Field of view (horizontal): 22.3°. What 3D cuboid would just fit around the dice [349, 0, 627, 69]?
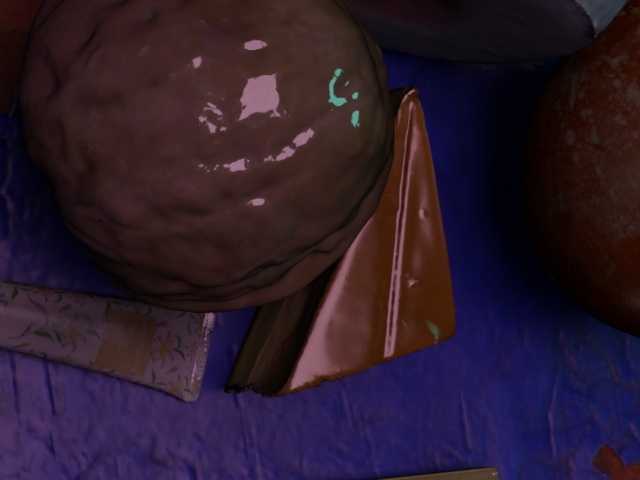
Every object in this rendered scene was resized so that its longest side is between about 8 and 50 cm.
[{"bbox_3d":[0.077,-0.282,1.082,0.268,0.264,0.263,18,79,-19],"label":"dice"}]

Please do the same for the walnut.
[{"bbox_3d":[-0.067,-0.079,1.016,0.248,0.248,0.248,2,86,-22],"label":"walnut"}]

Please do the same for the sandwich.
[{"bbox_3d":[0.000,0.000,1.109,0.144,0.117,0.187,-11,91,-25],"label":"sandwich"}]

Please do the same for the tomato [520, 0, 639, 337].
[{"bbox_3d":[0.277,-0.053,1.138,0.270,0.222,0.270,-23,122,-43],"label":"tomato"}]

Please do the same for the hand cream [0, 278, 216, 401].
[{"bbox_3d":[-0.162,0.059,1.082,0.194,0.042,0.067,14,80,-25],"label":"hand cream"}]

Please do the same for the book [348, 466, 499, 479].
[{"bbox_3d":[0.027,0.251,1.152,0.230,0.026,0.161,-2,86,-22],"label":"book"}]
